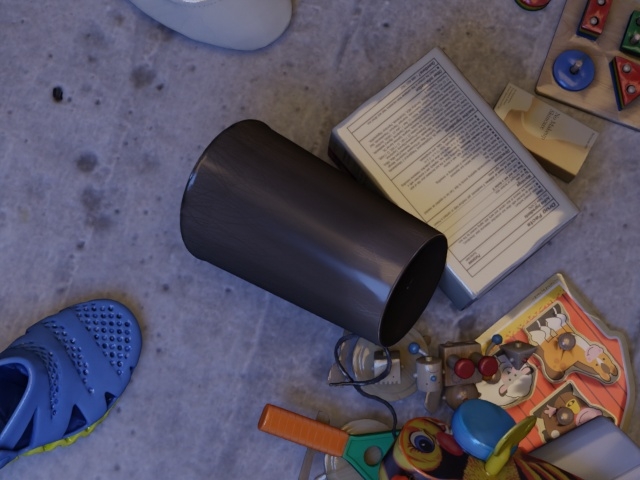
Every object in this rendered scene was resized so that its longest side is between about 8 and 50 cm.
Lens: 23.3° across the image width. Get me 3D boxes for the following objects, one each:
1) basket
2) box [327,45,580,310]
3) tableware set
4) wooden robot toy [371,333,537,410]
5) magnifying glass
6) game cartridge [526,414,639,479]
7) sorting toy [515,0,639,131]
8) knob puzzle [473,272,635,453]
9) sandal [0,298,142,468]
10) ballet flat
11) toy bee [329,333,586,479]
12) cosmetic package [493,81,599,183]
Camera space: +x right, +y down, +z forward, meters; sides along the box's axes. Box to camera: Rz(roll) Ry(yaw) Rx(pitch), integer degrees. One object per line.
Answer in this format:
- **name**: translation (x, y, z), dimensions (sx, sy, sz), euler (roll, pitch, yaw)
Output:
- **basket**: translation (0.000, 0.000, 1.555), dimensions (0.227, 0.204, 0.154), euler (29, 81, 21)
- **box**: translation (0.136, -0.062, 1.639), dimensions (0.148, 0.127, 0.232), euler (-39, 85, -8)
- **tableware set**: translation (0.057, 0.178, 1.642), dimensions (0.128, 0.039, 0.194), euler (17, 86, -15)
- **wooden robot toy**: translation (0.141, 0.149, 1.610), dimensions (0.173, 0.076, 0.079), euler (-5, 105, -12)
- **magnifying glass**: translation (0.045, 0.220, 1.608), dimensions (0.231, 0.026, 0.092), euler (22, 86, -16)
- **game cartridge**: translation (0.301, 0.343, 1.607), dimensions (0.198, 0.062, 0.297), euler (-28, 87, 1)
- **sorting toy**: translation (0.330, -0.201, 1.710), dimensions (0.274, 0.046, 0.132), euler (21, 81, 1)
- **knob puzzle**: translation (0.253, 0.160, 1.658), dimensions (0.213, 0.030, 0.213), euler (0, 81, -3)
- **sandal**: translation (-0.298, 0.155, 1.547), dimensions (0.126, 0.138, 0.317), euler (45, 54, 9)
- **ballet flat**: translation (-0.201, -0.350, 1.671), dimensions (0.400, 0.139, 0.139), euler (40, 82, 4)
- **toy bee**: translation (0.121, 0.236, 1.514), dimensions (0.298, 0.162, 0.195), euler (14, 122, 17)
- **cosmetic package**: translation (0.239, -0.117, 1.695), dimensions (0.115, 0.041, 0.060), euler (28, 81, 2)
